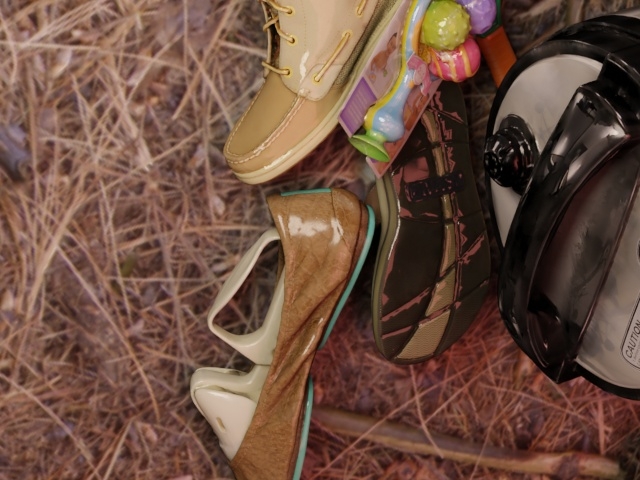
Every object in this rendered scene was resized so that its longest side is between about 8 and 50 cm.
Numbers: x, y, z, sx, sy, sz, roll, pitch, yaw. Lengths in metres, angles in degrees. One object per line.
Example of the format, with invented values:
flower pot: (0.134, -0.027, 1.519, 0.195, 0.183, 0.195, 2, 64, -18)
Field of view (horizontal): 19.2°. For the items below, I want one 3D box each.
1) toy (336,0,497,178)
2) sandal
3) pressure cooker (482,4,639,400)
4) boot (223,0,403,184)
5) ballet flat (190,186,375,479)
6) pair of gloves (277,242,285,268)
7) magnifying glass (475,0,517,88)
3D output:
toy: (0.109, -0.172, 1.690, 0.237, 0.056, 0.137, -56, 152, -9)
sandal: (0.091, -0.032, 1.808, 0.120, 0.086, 0.303, -5, 97, -23)
pressure cooker: (0.350, -0.045, 1.766, 0.420, 0.375, 0.370, -17, 98, -27)
boot: (-0.040, -0.199, 1.647, 0.262, 0.095, 0.203, -52, 126, -6)
ballet flat: (-0.051, 0.106, 1.769, 0.124, 0.116, 0.342, 12, 109, -12)
pair of gloves: (0.000, 0.000, 1.807, 0.083, 0.010, 0.074, 17, 101, -34)
magnifying glass: (0.150, -0.220, 1.795, 0.092, 0.026, 0.231, -36, 121, -13)
